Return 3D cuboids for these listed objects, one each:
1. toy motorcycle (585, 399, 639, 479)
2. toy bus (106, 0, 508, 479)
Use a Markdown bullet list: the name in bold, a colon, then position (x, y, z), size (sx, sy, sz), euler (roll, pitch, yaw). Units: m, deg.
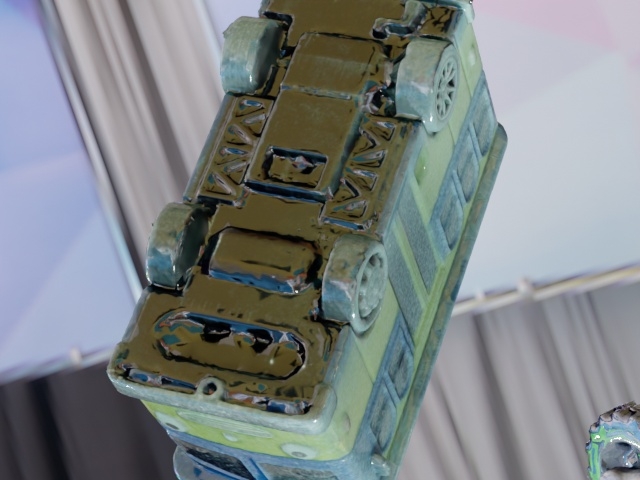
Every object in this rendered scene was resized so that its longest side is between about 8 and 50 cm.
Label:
- **toy motorcycle**: position (0.220, 0.146, 0.885), size (0.108, 0.239, 0.204), euler (-32, 163, -41)
- **toy bus**: position (0.000, 0.000, 1.258), size (0.152, 0.312, 0.190), euler (11, 153, 20)
